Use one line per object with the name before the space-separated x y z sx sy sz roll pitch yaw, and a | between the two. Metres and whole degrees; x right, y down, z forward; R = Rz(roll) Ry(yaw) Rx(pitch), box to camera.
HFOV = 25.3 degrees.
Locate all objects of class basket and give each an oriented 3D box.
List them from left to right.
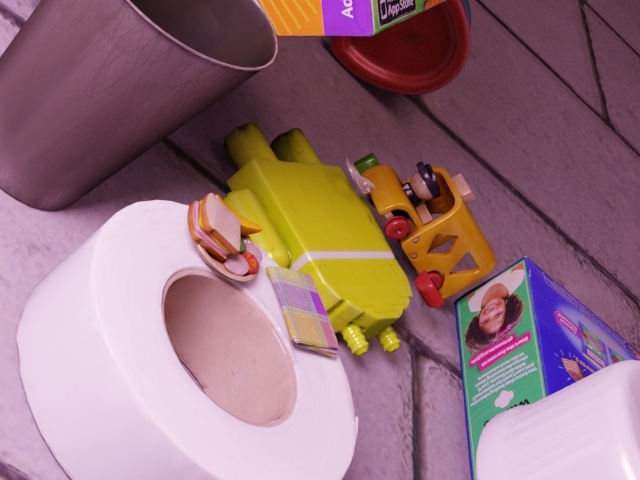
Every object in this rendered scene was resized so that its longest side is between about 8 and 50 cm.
basket | -0.184 -0.139 1.194 0.204 0.227 0.154 13 46 -52

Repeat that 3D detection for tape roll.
tape roll | -0.102 0.110 1.159 0.286 0.100 0.286 37 30 -26

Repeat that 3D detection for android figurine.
android figurine | 0.000 0.000 1.491 0.248 0.056 0.272 -2 58 -57

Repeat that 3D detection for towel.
towel | -0.016 0.061 1.229 0.060 0.009 0.083 17 43 -46

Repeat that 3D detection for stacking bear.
stacking bear | 0.126 -0.322 1.970 0.164 0.175 0.289 42 22 -15

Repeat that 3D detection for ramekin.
ramekin | 0.267 0.233 1.174 0.277 0.135 0.277 37 32 -28

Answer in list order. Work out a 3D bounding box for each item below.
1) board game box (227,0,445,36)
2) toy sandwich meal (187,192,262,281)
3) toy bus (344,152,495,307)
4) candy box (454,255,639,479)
board game box | -0.042 -0.406 1.362 0.356 0.356 0.356 -34 124 -55
toy sandwich meal | -0.077 -0.004 1.192 0.085 0.029 0.085 36 31 -27
toy bus | 0.123 -0.031 1.607 0.191 0.104 0.202 61 5 2
candy box | 0.287 0.216 1.600 0.268 0.122 0.317 38 30 -27
